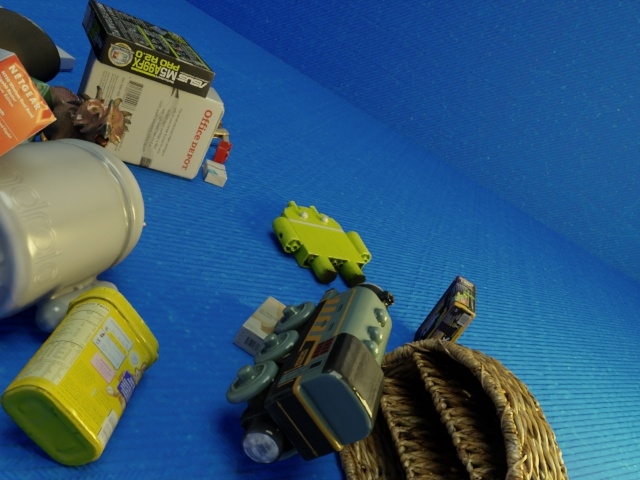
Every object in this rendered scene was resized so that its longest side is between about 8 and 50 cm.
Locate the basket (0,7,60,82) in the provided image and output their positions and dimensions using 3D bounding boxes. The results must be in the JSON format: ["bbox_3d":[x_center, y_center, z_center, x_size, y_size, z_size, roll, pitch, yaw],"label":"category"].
[{"bbox_3d":[-0.662,-0.355,1.062,0.205,0.154,0.226,21,31,-17],"label":"basket"}]

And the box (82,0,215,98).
[{"bbox_3d":[-0.363,-0.401,1.112,0.216,0.060,0.270,11,27,-37],"label":"box"}]

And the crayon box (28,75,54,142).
[{"bbox_3d":[-0.613,-0.214,0.802,0.323,0.083,0.203,24,68,-13],"label":"crayon box"}]

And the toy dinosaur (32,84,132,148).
[{"bbox_3d":[-0.456,-0.219,0.971,0.296,0.200,0.127,38,26,15],"label":"toy dinosaur"}]

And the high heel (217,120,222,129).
[{"bbox_3d":[-0.370,-0.418,1.615,0.186,0.093,0.261,51,2,-21],"label":"high heel"}]

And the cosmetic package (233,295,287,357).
[{"bbox_3d":[-0.091,0.145,0.894,0.060,0.041,0.115,32,25,4],"label":"cosmetic package"}]

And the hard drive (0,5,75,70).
[{"bbox_3d":[-0.806,-0.520,1.320,0.319,0.040,0.210,35,26,9],"label":"hard drive"}]

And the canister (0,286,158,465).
[{"bbox_3d":[-0.267,0.151,0.614,0.126,0.074,0.169,62,17,-24],"label":"canister"}]

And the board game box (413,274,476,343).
[{"bbox_3d":[0.244,0.170,1.069,0.048,0.170,0.141,31,24,3],"label":"board game box"}]

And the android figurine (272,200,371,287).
[{"bbox_3d":[0.000,0.000,1.248,0.249,0.056,0.272,12,33,-35],"label":"android figurine"}]

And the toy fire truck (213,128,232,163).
[{"bbox_3d":[-0.297,-0.291,1.432,0.135,0.047,0.192,20,36,-11],"label":"toy fire truck"}]

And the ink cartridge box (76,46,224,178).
[{"bbox_3d":[-0.376,-0.270,1.155,0.273,0.196,0.114,14,28,-32],"label":"ink cartridge box"}]

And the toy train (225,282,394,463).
[{"bbox_3d":[0.007,0.170,0.753,0.142,0.190,0.334,58,25,-10],"label":"toy train"}]

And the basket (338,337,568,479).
[{"bbox_3d":[0.170,0.274,0.745,0.223,0.213,0.299,21,27,-23],"label":"basket"}]

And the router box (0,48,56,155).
[{"bbox_3d":[-0.511,-0.118,0.570,0.336,0.082,0.301,23,56,31],"label":"router box"}]

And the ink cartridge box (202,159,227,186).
[{"bbox_3d":[-0.258,-0.168,1.296,0.048,0.028,0.083,18,28,-27],"label":"ink cartridge box"}]

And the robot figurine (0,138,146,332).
[{"bbox_3d":[-0.377,-0.025,0.705,0.299,0.200,0.353,68,25,-10],"label":"robot figurine"}]
